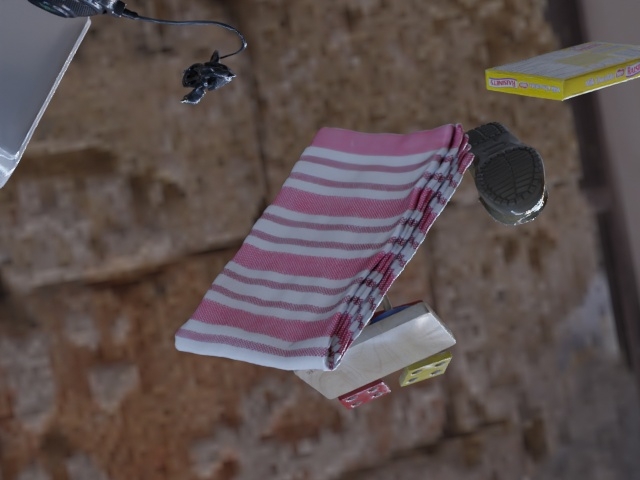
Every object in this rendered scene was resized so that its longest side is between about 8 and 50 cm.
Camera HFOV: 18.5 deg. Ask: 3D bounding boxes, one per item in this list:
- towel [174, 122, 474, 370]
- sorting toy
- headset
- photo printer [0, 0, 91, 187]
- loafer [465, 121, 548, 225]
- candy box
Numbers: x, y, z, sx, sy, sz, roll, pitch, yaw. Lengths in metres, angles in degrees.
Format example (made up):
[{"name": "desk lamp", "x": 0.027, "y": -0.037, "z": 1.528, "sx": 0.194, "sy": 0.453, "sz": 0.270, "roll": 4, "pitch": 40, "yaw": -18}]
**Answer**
[{"name": "towel", "x": 0.000, "y": 0.000, "z": 1.258, "sx": 0.144, "sy": 0.029, "sz": 0.197, "roll": 2, "pitch": -131, "yaw": 46}, {"name": "sorting toy", "x": 0.046, "y": 0.090, "z": 1.792, "sx": 0.132, "sy": 0.046, "sz": 0.274, "roll": -25, "pitch": 160, "yaw": 8}, {"name": "headset", "x": -0.223, "y": -0.320, "z": 2.082, "sx": 0.243, "sy": 0.394, "sz": 0.185, "roll": -40, "pitch": -172, "yaw": -9}, {"name": "photo printer", "x": -0.445, "y": -0.233, "z": 2.237, "sx": 0.307, "sy": 0.256, "sz": 0.107, "roll": 30, "pitch": 144, "yaw": -11}, {"name": "loafer", "x": 0.144, "y": -0.045, "z": 1.493, "sx": 0.056, "sy": 0.050, "sz": 0.148, "roll": -24, "pitch": -155, "yaw": 5}, {"name": "candy box", "x": 0.283, "y": -0.187, "z": 2.135, "sx": 0.105, "sy": 0.027, "sz": 0.206, "roll": 10, "pitch": -160, "yaw": 43}]
